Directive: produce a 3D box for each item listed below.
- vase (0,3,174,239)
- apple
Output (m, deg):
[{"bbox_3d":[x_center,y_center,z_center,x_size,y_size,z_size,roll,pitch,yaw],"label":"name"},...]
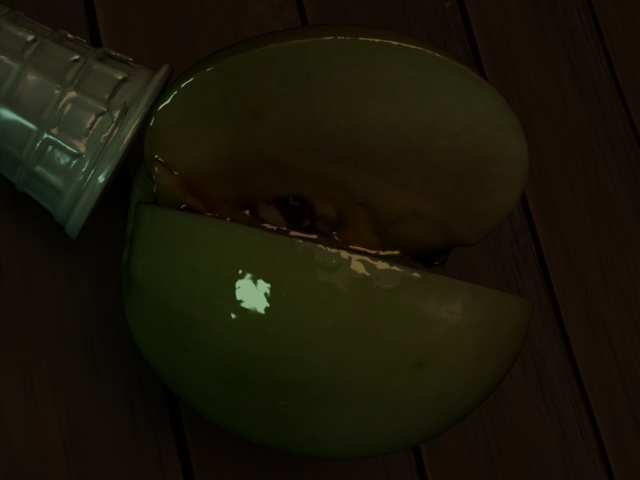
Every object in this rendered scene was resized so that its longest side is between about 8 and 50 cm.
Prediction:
[{"bbox_3d":[-0.262,-0.135,0.569,0.299,0.143,0.143,31,61,-13],"label":"vase"},{"bbox_3d":[0.000,0.000,0.568,0.254,0.292,0.291,11,67,-15],"label":"apple"}]
